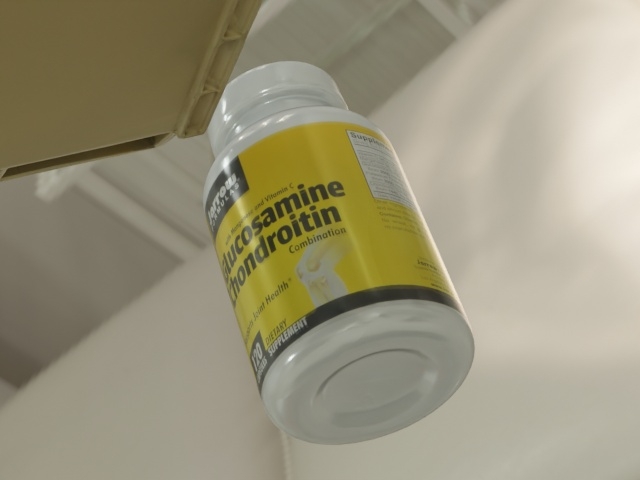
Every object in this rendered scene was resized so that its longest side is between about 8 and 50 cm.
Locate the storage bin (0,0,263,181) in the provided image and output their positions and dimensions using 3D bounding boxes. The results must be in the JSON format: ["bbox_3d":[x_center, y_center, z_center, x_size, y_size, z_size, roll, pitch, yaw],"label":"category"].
[{"bbox_3d":[-0.150,-0.096,0.362,0.260,0.262,0.123,127,126,-64],"label":"storage bin"}]

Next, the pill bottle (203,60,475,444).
[{"bbox_3d":[0.000,0.000,0.673,0.103,0.103,0.184,-38,49,21],"label":"pill bottle"}]
